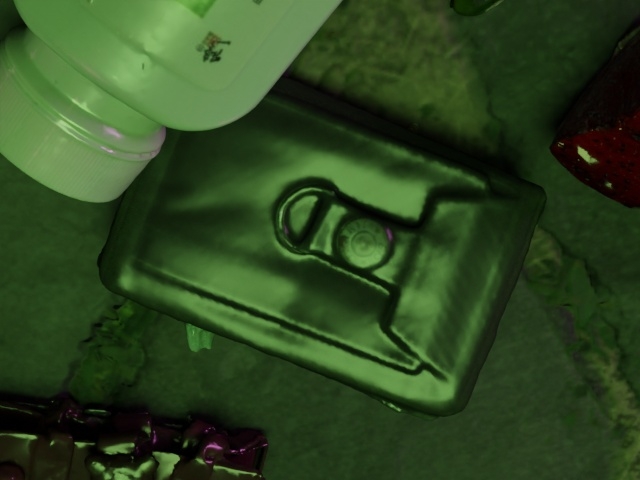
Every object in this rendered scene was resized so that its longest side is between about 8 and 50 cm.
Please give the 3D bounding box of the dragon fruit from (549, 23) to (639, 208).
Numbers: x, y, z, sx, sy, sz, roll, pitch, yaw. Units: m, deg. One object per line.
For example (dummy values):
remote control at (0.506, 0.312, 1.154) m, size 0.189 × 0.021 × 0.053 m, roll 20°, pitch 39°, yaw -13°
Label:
dragon fruit at (0.220, -0.082, 0.813) m, size 0.102 × 0.096 × 0.147 m, roll 43°, pitch 152°, yaw -22°

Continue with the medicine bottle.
medicine bottle at (-0.068, -0.160, 0.730) m, size 0.161 × 0.111 × 0.296 m, roll 38°, pitch 114°, yaw -13°

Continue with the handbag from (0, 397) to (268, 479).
handbag at (-0.154, 0.214, 0.972) m, size 0.203 × 0.074 × 0.216 m, roll 11°, pitch 120°, yaw -12°

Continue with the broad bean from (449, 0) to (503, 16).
broad bean at (0.135, -0.210, 0.753) m, size 0.061 × 0.046 × 0.195 m, roll 20°, pitch 113°, yaw -3°

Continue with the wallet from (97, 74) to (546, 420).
wallet at (0.000, 0.000, 0.832) m, size 0.245 × 0.052 × 0.168 m, roll 22°, pitch 98°, yaw -5°

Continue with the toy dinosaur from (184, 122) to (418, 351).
toy dinosaur at (-0.019, -0.004, 0.871) m, size 0.106 × 0.044 × 0.187 m, roll 17°, pitch 114°, yaw -12°
